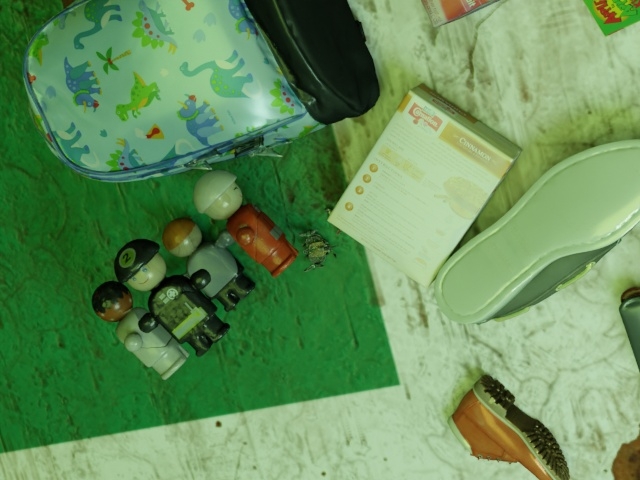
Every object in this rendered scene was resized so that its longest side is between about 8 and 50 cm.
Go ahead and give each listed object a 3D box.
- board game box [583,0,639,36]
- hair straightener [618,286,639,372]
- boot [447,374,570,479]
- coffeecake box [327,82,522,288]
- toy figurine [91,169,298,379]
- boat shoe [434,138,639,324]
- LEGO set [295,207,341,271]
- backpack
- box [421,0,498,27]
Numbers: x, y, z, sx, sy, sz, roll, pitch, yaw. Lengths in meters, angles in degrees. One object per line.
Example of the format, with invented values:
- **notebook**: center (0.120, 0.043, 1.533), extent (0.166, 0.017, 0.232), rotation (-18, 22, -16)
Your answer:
- **board game box**: center (0.298, -0.313, 1.577), extent (0.092, 0.043, 0.181), rotation (-22, 115, 34)
- **hair straightener**: center (0.380, 0.171, 1.685), extent (0.047, 0.089, 0.230), rotation (-10, 100, 17)
- **boot**: center (0.223, 0.243, 1.772), extent (0.158, 0.059, 0.084), rotation (46, 115, 11)
- **coffeecake box**: center (0.120, -0.063, 1.719), extent (0.142, 0.068, 0.185), rotation (35, 111, 7)
- **toy figurine**: center (-0.156, 0.039, 1.739), extent (0.148, 0.213, 0.209), rotation (46, 151, -5)
- **boat shoe**: center (0.267, -0.007, 1.676), extent (0.305, 0.091, 0.109), rotation (-37, 67, 21)
- **LEGO set**: center (0.003, 0.000, 1.799), extent (0.083, 0.023, 0.054), rotation (-43, 91, 8)
- **backpack**: center (-0.161, -0.205, 1.694), extent (0.356, 0.273, 0.290), rotation (-14, 106, 32)
- **box**: center (0.135, -0.373, 1.609), extent (0.128, 0.122, 0.256), rotation (-23, 95, 20)
